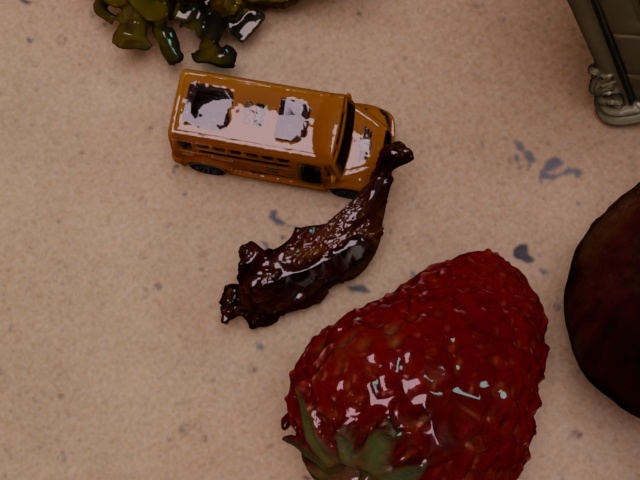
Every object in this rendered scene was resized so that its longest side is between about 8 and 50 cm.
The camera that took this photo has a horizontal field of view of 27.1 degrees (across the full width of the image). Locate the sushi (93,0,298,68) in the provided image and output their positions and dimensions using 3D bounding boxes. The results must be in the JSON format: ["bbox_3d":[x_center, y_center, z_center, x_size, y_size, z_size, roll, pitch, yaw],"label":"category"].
[{"bbox_3d":[-0.097,-0.270,1.183,0.296,0.167,0.179,11,55,-2],"label":"sushi"}]

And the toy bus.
[{"bbox_3d":[-0.032,-0.095,1.166,0.194,0.088,0.083,10,78,4],"label":"toy bus"}]

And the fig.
[{"bbox_3d":[0.316,0.050,1.061,0.235,0.214,0.235,-10,48,12],"label":"fig"}]

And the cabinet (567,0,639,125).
[{"bbox_3d":[0.346,-0.238,1.032,0.290,0.318,0.227,8,77,23],"label":"cabinet"}]

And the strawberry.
[{"bbox_3d":[0.095,0.111,1.086,0.205,0.205,0.244,32,58,9],"label":"strawberry"}]

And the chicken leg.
[{"bbox_3d":[0.002,0.005,1.142,0.219,0.089,0.048,-34,36,4],"label":"chicken leg"}]
